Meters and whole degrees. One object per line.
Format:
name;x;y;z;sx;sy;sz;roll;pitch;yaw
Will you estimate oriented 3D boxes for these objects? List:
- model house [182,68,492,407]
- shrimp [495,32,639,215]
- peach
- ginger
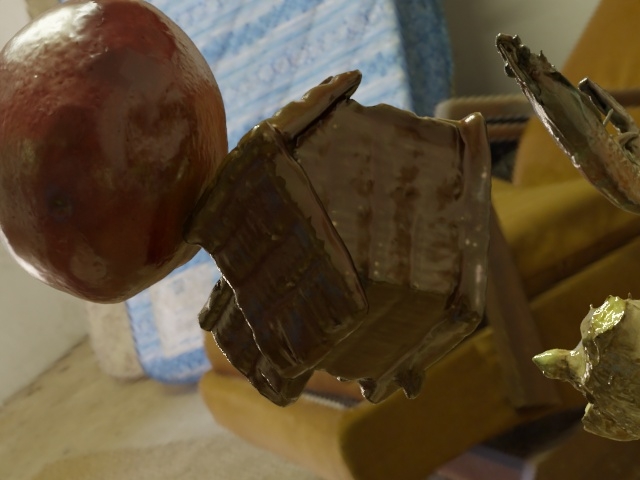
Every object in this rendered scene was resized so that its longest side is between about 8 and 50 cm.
model house;0.001;0.001;0.877;0.199;0.229;0.219;-39;43;48
shrimp;0.276;-0.130;1.185;0.052;0.251;0.143;-32;13;38
peach;-0.173;-0.075;0.896;0.200;0.243;0.243;-2;11;-5
ginger;0.279;0.108;0.904;0.216;0.157;0.102;9;50;16
